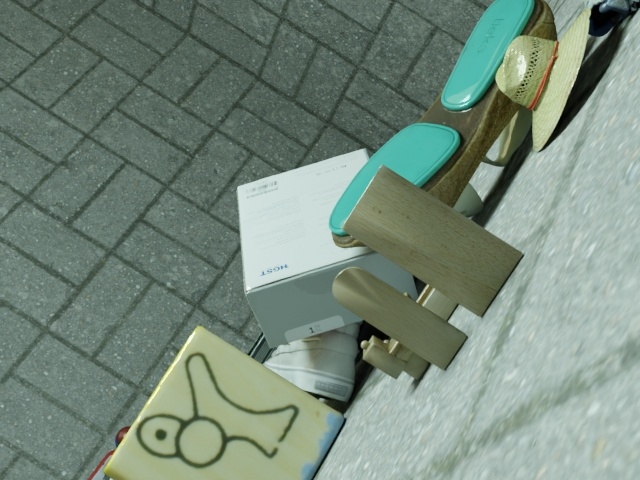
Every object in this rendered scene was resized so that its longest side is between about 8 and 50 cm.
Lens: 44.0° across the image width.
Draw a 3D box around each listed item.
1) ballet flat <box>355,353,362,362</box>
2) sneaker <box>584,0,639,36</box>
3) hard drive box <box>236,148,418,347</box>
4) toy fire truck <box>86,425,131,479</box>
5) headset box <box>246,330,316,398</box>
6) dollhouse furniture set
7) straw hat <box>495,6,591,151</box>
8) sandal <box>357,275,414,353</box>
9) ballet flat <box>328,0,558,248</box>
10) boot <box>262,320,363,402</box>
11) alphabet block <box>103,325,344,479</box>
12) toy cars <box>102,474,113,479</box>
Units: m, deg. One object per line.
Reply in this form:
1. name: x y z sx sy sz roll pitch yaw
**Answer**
1. ballet flat: 0.046 0.106 1.147 0.074 0.074 0.203 -58 0 24
2. sneaker: 0.281 -0.234 0.721 0.135 0.052 0.058 103 -172 -68
3. hard drive box: 0.000 0.000 0.956 0.181 0.089 0.232 -17 33 3
4. toy fire truck: -0.280 0.447 1.395 0.169 0.254 0.302 -57 1 41
5. headset box: -0.072 0.233 1.358 0.246 0.131 0.283 -57 -1 -14
6. dollhouse furniture set: 0.064 0.029 0.663 0.144 0.123 0.151 -58 0 7
7. straw hat: 0.202 -0.162 0.758 0.144 0.061 0.144 19 -90 -87
8. sandal: 0.107 0.032 1.037 0.097 0.054 0.254 125 167 -81
9. ballet flat: 0.152 -0.104 0.851 0.342 0.124 0.116 -54 34 -8
10. boot: -0.007 0.138 1.032 0.258 0.095 0.123 162 125 -69
11. alphabet block: -0.113 0.238 0.933 0.192 0.197 0.193 -57 0 -18
12. toy cars: -0.191 0.340 1.126 0.394 0.176 0.087 -37 -10 -11
